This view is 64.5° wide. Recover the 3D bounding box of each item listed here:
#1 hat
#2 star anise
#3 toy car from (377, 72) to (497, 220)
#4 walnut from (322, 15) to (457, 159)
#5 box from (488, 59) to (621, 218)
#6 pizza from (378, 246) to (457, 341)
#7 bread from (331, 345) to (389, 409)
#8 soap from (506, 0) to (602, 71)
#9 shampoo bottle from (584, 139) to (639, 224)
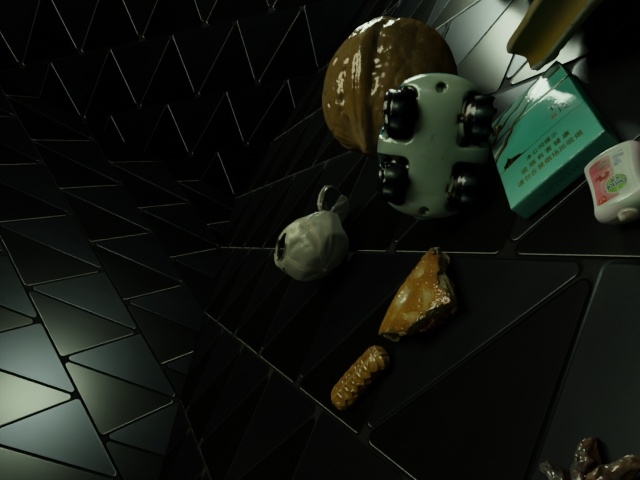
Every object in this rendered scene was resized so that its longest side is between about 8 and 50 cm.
[{"bbox_3d":[0.001,-0.006,1.312,0.232,0.161,0.275,-50,-1,37],"label":"hat"},{"bbox_3d":[0.252,0.247,0.470,0.141,0.042,0.141,-49,25,32],"label":"star anise"},{"bbox_3d":[0.199,-0.169,0.913,0.190,0.189,0.255,-65,-21,-68],"label":"toy car"},{"bbox_3d":[0.153,-0.336,1.146,0.332,0.333,0.332,-51,22,30],"label":"walnut"},{"bbox_3d":[0.341,-0.161,0.782,0.162,0.042,0.229,-48,23,37],"label":"box"},{"bbox_3d":[0.178,0.096,0.845,0.182,0.063,0.161,-60,12,-9],"label":"pizza"},{"bbox_3d":[0.070,0.252,0.925,0.157,0.044,0.052,-54,27,27],"label":"bread"},{"bbox_3d":[0.382,-0.381,0.724,0.173,0.089,0.274,-52,-7,-6],"label":"soap"},{"bbox_3d":[0.359,-0.064,0.605,0.072,0.043,0.099,-41,28,47],"label":"shampoo bottle"}]
